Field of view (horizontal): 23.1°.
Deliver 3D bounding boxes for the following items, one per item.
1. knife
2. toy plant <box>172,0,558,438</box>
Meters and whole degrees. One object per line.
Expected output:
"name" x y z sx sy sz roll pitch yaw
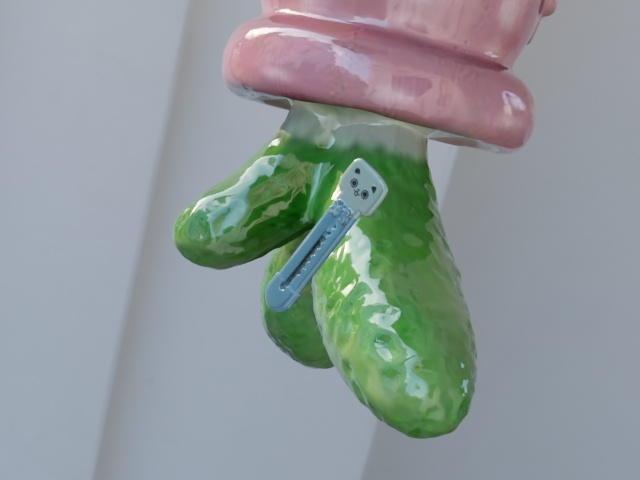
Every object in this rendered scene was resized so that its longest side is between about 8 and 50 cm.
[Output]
"knife" 0.000 0.000 0.797 0.010 0.096 0.027 2 41 -54
"toy plant" 0.038 -0.074 1.008 0.211 0.356 0.317 17 -2 -16
